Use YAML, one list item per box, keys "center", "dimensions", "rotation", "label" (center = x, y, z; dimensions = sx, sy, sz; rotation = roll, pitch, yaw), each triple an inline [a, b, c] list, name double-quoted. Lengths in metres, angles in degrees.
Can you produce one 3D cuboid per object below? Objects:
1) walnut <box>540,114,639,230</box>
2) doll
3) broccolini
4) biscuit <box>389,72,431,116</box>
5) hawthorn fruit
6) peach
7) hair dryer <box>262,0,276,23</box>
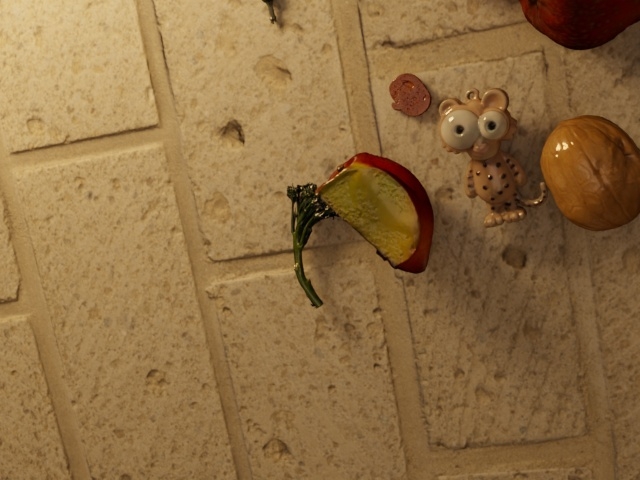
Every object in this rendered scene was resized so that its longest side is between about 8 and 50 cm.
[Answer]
- center: [0.511, -0.126, 1.386]
  dimensions: [0.193, 0.193, 0.226]
  rotation: [-39, 95, 15]
  label: "walnut"
- center: [0.332, -0.163, 1.448]
  dimensions: [0.154, 0.119, 0.278]
  rotation: [-23, 99, 25]
  label: "doll"
- center: [0.000, 0.009, 1.567]
  dimensions: [0.123, 0.062, 0.272]
  rotation: [-4, 95, 26]
  label: "broccolini"
- center: [0.178, -0.291, 1.500]
  dimensions: [0.078, 0.015, 0.091]
  rotation: [-35, 93, 16]
  label: "biscuit"
- center: [0.475, -0.477, 1.286]
  dimensions: [0.299, 0.275, 0.275]
  rotation: [-13, 99, 21]
  label: "hawthorn fruit"
- center: [0.142, -0.065, 1.476]
  dimensions: [0.267, 0.159, 0.154]
  rotation: [42, 115, 2]
  label: "peach"
- center: [-0.109, -0.536, 1.489]
  dimensions: [0.100, 0.057, 0.198]
  rotation: [-8, 108, 12]
  label: "hair dryer"
